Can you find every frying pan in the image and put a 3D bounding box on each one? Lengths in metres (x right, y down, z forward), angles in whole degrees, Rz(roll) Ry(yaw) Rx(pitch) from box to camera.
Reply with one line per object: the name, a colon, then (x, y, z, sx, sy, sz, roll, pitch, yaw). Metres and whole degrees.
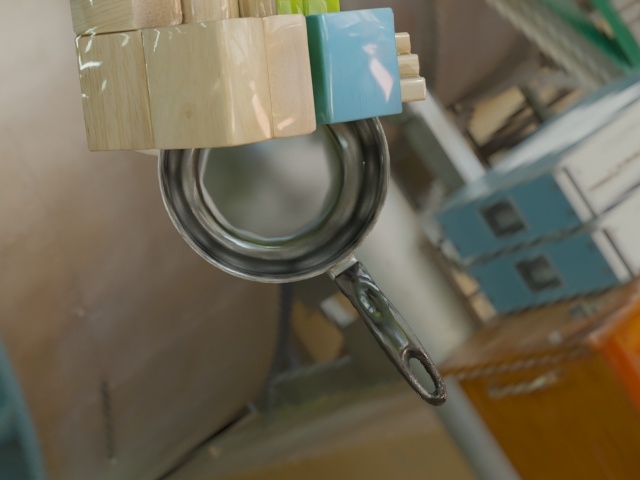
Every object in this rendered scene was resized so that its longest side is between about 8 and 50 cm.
frying pan: (0.014, -0.026, 1.432, 0.197, 0.326, 0.053, -57, 4, -8)

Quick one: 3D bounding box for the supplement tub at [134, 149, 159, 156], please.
supplement tub: (-0.147, -0.183, 1.639, 0.144, 0.144, 0.199, -31, 24, 16)

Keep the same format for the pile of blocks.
pile of blocks: (-0.029, -0.107, 0.718, 0.149, 0.112, 0.362, -7, 7, -5)
